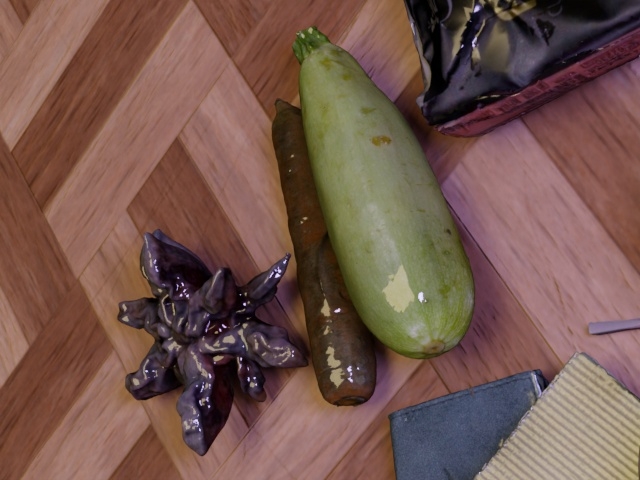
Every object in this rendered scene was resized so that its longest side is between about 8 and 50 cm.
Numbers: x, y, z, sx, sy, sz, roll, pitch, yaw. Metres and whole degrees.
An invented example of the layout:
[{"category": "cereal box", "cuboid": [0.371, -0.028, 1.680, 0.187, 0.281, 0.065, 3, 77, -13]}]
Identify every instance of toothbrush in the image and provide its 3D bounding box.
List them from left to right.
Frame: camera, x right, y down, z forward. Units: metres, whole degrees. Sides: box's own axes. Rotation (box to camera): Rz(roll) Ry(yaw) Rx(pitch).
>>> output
[{"category": "toothbrush", "cuboid": [0.302, 0.066, 1.572, 0.194, 0.014, 0.017, -6, 78, 45]}]

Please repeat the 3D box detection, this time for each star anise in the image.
[{"category": "star anise", "cuboid": [-0.126, 0.089, 1.943, 0.282, 0.129, 0.212, 22, 115, 50]}]

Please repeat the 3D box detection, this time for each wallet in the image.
[{"category": "wallet", "cuboid": [0.151, 0.313, 1.657, 0.190, 0.046, 0.379, -22, 66, 39]}]

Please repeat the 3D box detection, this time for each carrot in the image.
[{"category": "carrot", "cuboid": [0.000, 0.001, 1.865, 0.070, 0.070, 0.342, -34, 57, 37]}]

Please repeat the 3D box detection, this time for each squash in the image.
[{"category": "squash", "cuboid": [0.052, -0.049, 1.786, 0.118, 0.118, 0.370, -44, 50, 31]}]

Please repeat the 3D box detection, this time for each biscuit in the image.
[{"category": "biscuit", "cuboid": [0.200, 0.204, 1.590, 0.121, 0.040, 0.199, 42, 94, 31]}]

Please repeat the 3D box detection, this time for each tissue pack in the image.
[{"category": "tissue pack", "cuboid": [0.205, -0.250, 1.658, 0.332, 0.123, 0.245, -24, 63, 41]}]

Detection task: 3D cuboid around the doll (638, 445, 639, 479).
[{"category": "doll", "cuboid": [0.320, 0.197, 1.358, 0.221, 0.221, 0.251, -27, 95, 40]}]
